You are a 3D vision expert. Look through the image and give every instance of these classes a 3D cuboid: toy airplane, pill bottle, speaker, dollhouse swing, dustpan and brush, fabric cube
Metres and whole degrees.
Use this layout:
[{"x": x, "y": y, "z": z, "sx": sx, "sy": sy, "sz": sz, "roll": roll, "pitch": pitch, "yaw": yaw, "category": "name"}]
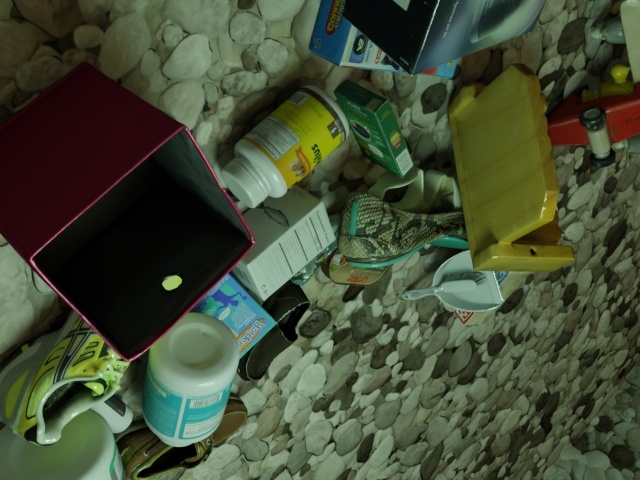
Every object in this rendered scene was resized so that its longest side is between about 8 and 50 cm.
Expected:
[{"x": 0.752, "y": -0.347, "z": 2.126, "sx": 0.385, "sy": 0.272, "sz": 0.386, "roll": 15, "pitch": 122, "yaw": -17, "category": "toy airplane"}, {"x": -0.412, "y": 0.462, "z": 1.533, "sx": 0.204, "sy": 0.204, "sz": 0.361, "roll": -30, "pitch": 134, "yaw": -29, "category": "pill bottle"}, {"x": -0.375, "y": 0.277, "z": 1.562, "sx": 0.055, "sy": 0.055, "sz": 0.136, "roll": -46, "pitch": 140, "yaw": -12, "category": "speaker"}, {"x": 0.425, "y": -0.143, "z": 1.763, "sx": 0.315, "sy": 0.305, "sz": 0.346, "roll": 2, "pitch": 73, "yaw": -31, "category": "dollhouse swing"}, {"x": 0.281, "y": 0.102, "z": 2.035, "sx": 0.060, "sy": 0.211, "sz": 0.147, "roll": -40, "pitch": 113, "yaw": -51, "category": "dustpan and brush"}, {"x": -0.228, "y": 0.251, "z": 1.568, "sx": 0.146, "sy": 0.146, "sz": 0.264, "roll": -25, "pitch": 152, "yaw": -33, "category": "pill bottle"}, {"x": -0.295, "y": -0.041, "z": 1.264, "sx": 0.254, "sy": 0.258, "sz": 0.259, "roll": -45, "pitch": 140, "yaw": -15, "category": "fabric cube"}, {"x": -0.062, "y": -0.153, "z": 1.537, "sx": 0.215, "sy": 0.117, "sz": 0.117, "roll": -43, "pitch": 139, "yaw": -16, "category": "pill bottle"}]

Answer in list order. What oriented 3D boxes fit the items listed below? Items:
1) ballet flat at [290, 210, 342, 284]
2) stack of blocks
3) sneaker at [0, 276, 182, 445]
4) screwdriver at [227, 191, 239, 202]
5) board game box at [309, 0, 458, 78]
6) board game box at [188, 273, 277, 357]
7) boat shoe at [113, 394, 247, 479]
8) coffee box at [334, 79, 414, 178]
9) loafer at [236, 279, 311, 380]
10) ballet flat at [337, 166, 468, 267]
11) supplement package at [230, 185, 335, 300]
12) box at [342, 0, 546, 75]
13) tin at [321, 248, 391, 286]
[{"x": 0.000, "y": 0.000, "z": 1.755, "sx": 0.188, "sy": 0.070, "sz": 0.070, "roll": -53, "pitch": 141, "yaw": -9, "category": "ballet flat"}, {"x": 0.386, "y": 0.030, "z": 2.082, "sx": 0.087, "sy": 0.171, "sz": 0.297, "roll": 3, "pitch": 132, "yaw": -46, "category": "stack of blocks"}, {"x": -0.334, "y": 0.167, "z": 1.443, "sx": 0.384, "sy": 0.147, "sz": 0.145, "roll": -46, "pitch": 140, "yaw": -7, "category": "sneaker"}, {"x": -0.104, "y": -0.099, "z": 1.618, "sx": 0.170, "sy": 0.025, "sz": 0.024, "roll": -29, "pitch": 134, "yaw": -41, "category": "screwdriver"}, {"x": 0.152, "y": -0.446, "z": 1.580, "sx": 0.302, "sy": 0.086, "sz": 0.308, "roll": -4, "pitch": 119, "yaw": -45, "category": "board game box"}, {"x": -0.191, "y": 0.145, "z": 1.657, "sx": 0.160, "sy": 0.047, "sz": 0.210, "roll": -44, "pitch": 139, "yaw": -6, "category": "board game box"}, {"x": -0.249, "y": 0.380, "z": 1.724, "sx": 0.307, "sy": 0.104, "sz": 0.110, "roll": -14, "pitch": 125, "yaw": -40, "category": "boat shoe"}, {"x": 0.101, "y": -0.202, "z": 1.677, "sx": 0.040, "sy": 0.113, "sz": 0.184, "roll": -45, "pitch": 138, "yaw": -12, "category": "coffee box"}, {"x": -0.090, "y": 0.183, "z": 1.771, "sx": 0.080, "sy": 0.078, "sz": 0.220, "roll": 16, "pitch": 104, "yaw": -50, "category": "loafer"}, {"x": 0.193, "y": -0.056, "z": 1.820, "sx": 0.483, "sy": 0.164, "sz": 0.181, "roll": -7, "pitch": 100, "yaw": -57, "category": "ballet flat"}, {"x": -0.080, "y": -0.003, "z": 1.633, "sx": 0.179, "sy": 0.105, "sz": 0.105, "roll": -41, "pitch": 139, "yaw": -18, "category": "supplement package"}, {"x": 0.226, "y": -0.446, "z": 1.387, "sx": 0.294, "sy": 0.183, "sz": 0.296, "roll": -26, "pitch": 150, "yaw": -33, "category": "box"}, {"x": 0.075, "y": 0.040, "z": 1.879, "sx": 0.190, "sy": 0.040, "sz": 0.106, "roll": 9, "pitch": 105, "yaw": -48, "category": "tin"}]
